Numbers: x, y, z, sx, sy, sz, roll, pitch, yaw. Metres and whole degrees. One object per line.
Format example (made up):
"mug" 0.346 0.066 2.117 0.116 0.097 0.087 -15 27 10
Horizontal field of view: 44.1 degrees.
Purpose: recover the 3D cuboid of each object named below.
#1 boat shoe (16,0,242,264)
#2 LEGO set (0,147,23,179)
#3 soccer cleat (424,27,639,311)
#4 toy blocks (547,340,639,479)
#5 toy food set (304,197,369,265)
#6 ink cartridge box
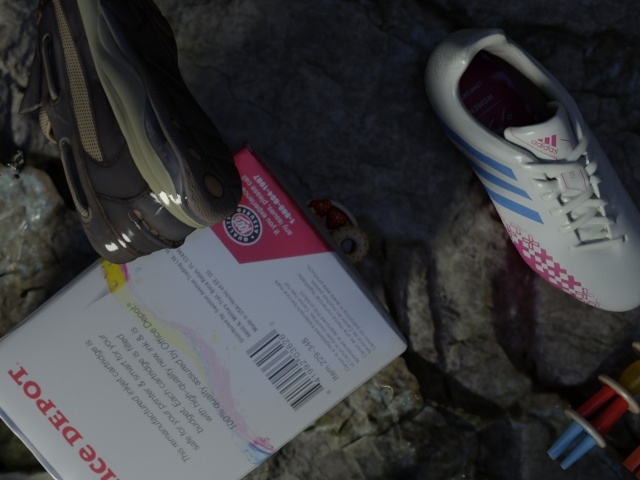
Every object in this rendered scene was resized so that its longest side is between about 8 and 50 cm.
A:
"boat shoe" -0.189 -0.133 0.648 0.130 0.132 0.355 -35 56 11
"LEGO set" -0.326 -0.079 0.754 0.083 0.023 0.054 27 92 -19
"soccer cleat" 0.216 -0.057 0.742 0.116 0.143 0.331 -41 96 -3
"toy blocks" 0.313 0.196 0.806 0.148 0.054 0.123 -44 95 -2
"toy food set" 0.000 0.000 0.785 0.083 0.020 0.083 -34 95 -3
"ink cartridge box" -0.111 0.091 0.714 0.306 0.131 0.226 -37 95 3
